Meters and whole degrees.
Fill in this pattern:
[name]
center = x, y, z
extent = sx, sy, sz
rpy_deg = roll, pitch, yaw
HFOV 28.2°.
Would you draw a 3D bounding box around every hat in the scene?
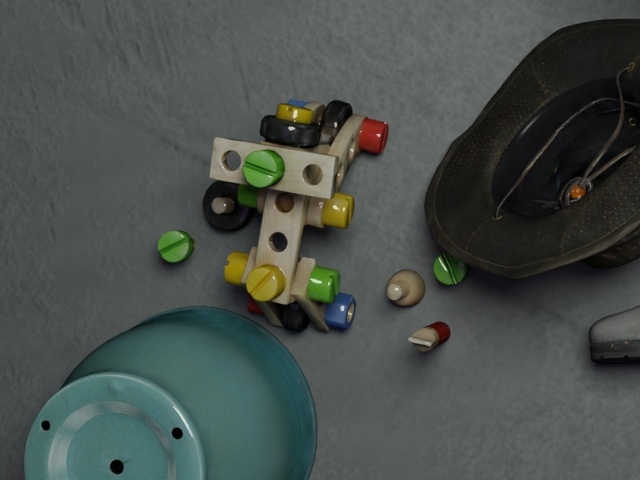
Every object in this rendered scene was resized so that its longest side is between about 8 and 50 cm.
[hat]
center = 0.265, -0.065, 1.219
extent = 0.331, 0.331, 0.134
rpy_deg = -45, 119, 10

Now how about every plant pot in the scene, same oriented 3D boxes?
[plant pot]
center = -0.164, 0.209, 1.301
extent = 0.271, 0.255, 0.272
rpy_deg = 0, 90, 13

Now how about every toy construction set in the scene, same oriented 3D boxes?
[toy construction set]
center = 0.000, 0.000, 1.267
extent = 0.309, 0.237, 0.257
rpy_deg = 37, 99, 10

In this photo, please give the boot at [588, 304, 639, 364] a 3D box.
[boot]
center = 0.400, -0.015, 1.250
extent = 0.338, 0.118, 0.223
rpy_deg = -18, 80, 6
